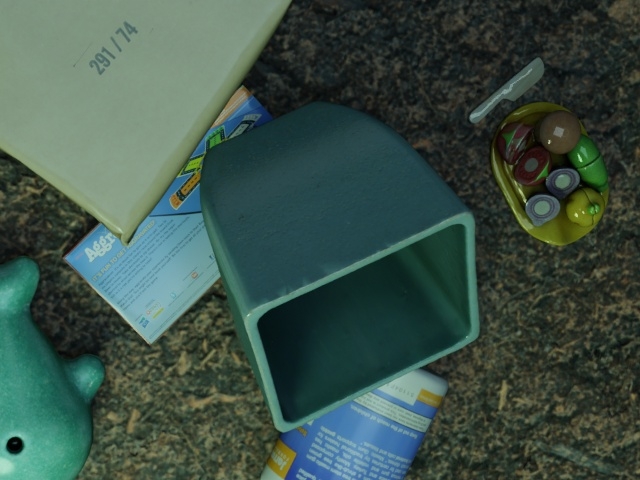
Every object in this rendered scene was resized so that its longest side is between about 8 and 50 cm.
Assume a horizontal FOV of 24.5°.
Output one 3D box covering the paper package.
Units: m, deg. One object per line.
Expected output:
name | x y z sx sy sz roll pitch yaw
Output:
paper package | -0.235 -0.216 1.545 0.309 0.168 0.325 35 89 -9

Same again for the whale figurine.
whale figurine | -0.339 0.158 1.592 0.216 0.141 0.272 -6 98 -12

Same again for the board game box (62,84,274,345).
board game box | -0.143 -0.029 1.675 0.281 0.027 0.145 -44 106 -5

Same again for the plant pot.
plant pot | 0.000 0.000 1.558 0.247 0.252 0.248 -24 146 -9

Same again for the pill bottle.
pill bottle | 0.024 0.249 1.685 0.152 0.152 0.272 27 90 -15

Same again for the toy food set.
toy food set | 0.274 -0.094 1.743 0.128 0.071 0.218 -33 103 -8
